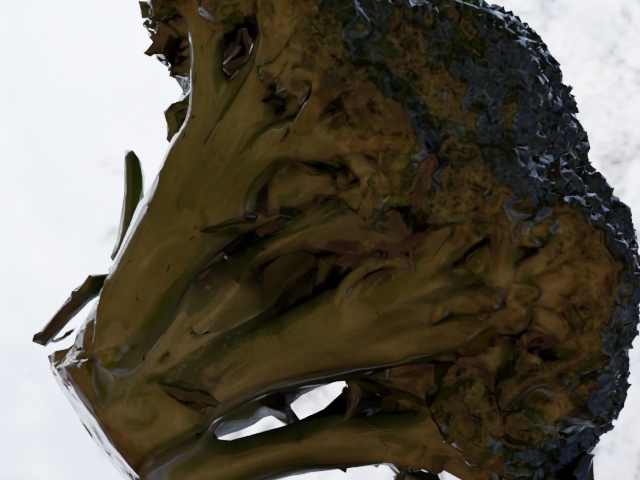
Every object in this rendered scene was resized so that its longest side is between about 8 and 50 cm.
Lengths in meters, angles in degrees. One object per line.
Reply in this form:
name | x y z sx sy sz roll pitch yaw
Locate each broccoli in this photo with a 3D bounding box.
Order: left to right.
broccoli | 0.000 0.000 0.852 0.321 0.283 0.304 56 -12 -17
